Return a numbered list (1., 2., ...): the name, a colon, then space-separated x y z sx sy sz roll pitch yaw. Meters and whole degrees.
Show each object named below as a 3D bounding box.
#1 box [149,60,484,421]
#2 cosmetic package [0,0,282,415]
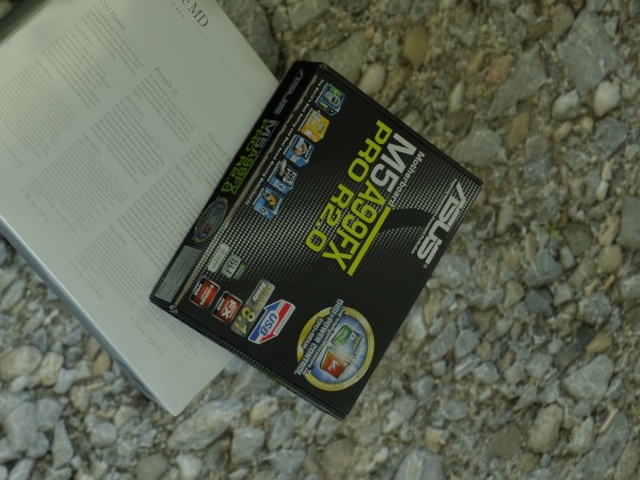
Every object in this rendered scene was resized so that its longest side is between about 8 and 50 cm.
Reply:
1. box: 0.000 0.000 1.667 0.216 0.060 0.270 35 82 -25
2. cosmetic package: -0.161 -0.069 1.664 0.284 0.097 0.377 -43 112 -12
